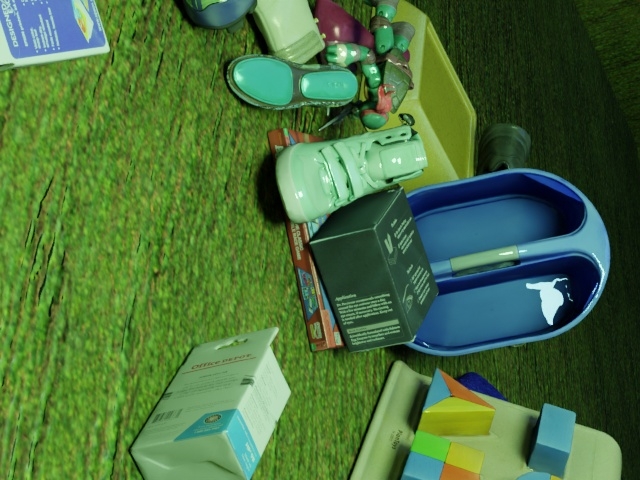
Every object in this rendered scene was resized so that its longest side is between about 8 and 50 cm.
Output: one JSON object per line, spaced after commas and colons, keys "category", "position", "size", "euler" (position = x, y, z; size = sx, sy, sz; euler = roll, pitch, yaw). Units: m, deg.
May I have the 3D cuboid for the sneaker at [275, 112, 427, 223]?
{"category": "sneaker", "position": [0.046, -0.095, 1.592], "size": [0.256, 0.151, 0.094], "euler": [-38, 113, -64]}

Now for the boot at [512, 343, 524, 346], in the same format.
{"category": "boot", "position": [0.340, 0.063, 2.377], "size": [0.189, 0.076, 0.208], "euler": [56, 36, -34]}

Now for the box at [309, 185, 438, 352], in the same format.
{"category": "box", "position": [0.072, 0.036, 1.648], "size": [0.156, 0.093, 0.158], "euler": [-51, 125, -63]}

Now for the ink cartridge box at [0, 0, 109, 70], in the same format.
{"category": "ink cartridge box", "position": [-0.280, -0.252, 1.131], "size": [0.208, 0.045, 0.206], "euler": [-30, 105, -68]}

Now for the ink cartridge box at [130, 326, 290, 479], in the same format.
{"category": "ink cartridge box", "position": [-0.096, 0.162, 1.237], "size": [0.060, 0.104, 0.180], "euler": [66, 25, -21]}

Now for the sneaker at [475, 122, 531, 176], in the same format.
{"category": "sneaker", "position": [0.289, -0.055, 2.193], "size": [0.130, 0.109, 0.286], "euler": [-70, 164, -51]}

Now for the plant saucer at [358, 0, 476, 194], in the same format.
{"category": "plant saucer", "position": [0.178, -0.207, 2.131], "size": [0.332, 0.081, 0.332], "euler": [58, 29, -38]}

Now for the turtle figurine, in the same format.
{"category": "turtle figurine", "position": [0.071, -0.225, 1.764], "size": [0.175, 0.118, 0.234], "euler": [85, 20, -58]}

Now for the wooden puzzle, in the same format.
{"category": "wooden puzzle", "position": [0.232, 0.290, 1.683], "size": [0.322, 0.348, 0.080], "euler": [-61, 171, -59]}

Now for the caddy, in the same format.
{"category": "caddy", "position": [0.229, 0.034, 1.805], "size": [0.179, 0.341, 0.241], "euler": [49, 30, -80]}

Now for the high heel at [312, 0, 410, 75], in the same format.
{"category": "high heel", "position": [0.061, -0.306, 1.909], "size": [0.244, 0.082, 0.117], "euler": [-19, 105, -53]}

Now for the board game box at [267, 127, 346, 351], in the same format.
{"category": "board game box", "position": [0.000, 0.000, 1.660], "size": [0.145, 0.027, 0.281], "euler": [5, 73, -68]}

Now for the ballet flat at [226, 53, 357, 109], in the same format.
{"category": "ballet flat", "position": [-0.045, -0.193, 1.604], "size": [0.188, 0.070, 0.070], "euler": [5, 69, -33]}

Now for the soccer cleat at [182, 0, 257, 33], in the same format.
{"category": "soccer cleat", "position": [-0.082, -0.371, 1.518], "size": [0.121, 0.093, 0.289], "euler": [78, 30, -52]}

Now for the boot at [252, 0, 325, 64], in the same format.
{"category": "boot", "position": [-0.043, -0.328, 1.691], "size": [0.165, 0.077, 0.213], "euler": [63, 31, -27]}

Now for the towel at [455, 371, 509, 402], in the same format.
{"category": "towel", "position": [0.253, 0.312, 1.906], "size": [0.227, 0.076, 0.308], "euler": [52, 21, 6]}
